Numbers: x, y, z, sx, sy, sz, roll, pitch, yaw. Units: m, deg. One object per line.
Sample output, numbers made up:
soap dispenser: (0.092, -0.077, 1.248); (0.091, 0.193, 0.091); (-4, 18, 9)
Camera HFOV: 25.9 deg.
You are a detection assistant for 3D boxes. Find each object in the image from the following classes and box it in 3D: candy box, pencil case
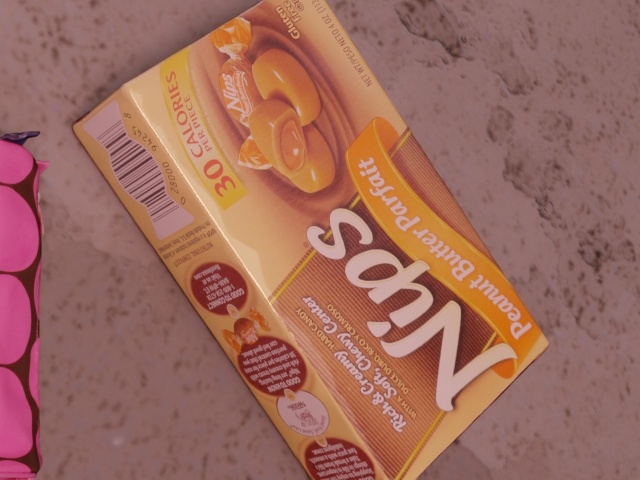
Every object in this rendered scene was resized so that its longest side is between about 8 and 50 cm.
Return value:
candy box: (0.000, 0.000, 0.946); (0.183, 0.087, 0.316); (-38, 99, -36)
pencil case: (-0.202, 0.042, 0.800); (0.098, 0.095, 0.209); (14, 70, -47)
